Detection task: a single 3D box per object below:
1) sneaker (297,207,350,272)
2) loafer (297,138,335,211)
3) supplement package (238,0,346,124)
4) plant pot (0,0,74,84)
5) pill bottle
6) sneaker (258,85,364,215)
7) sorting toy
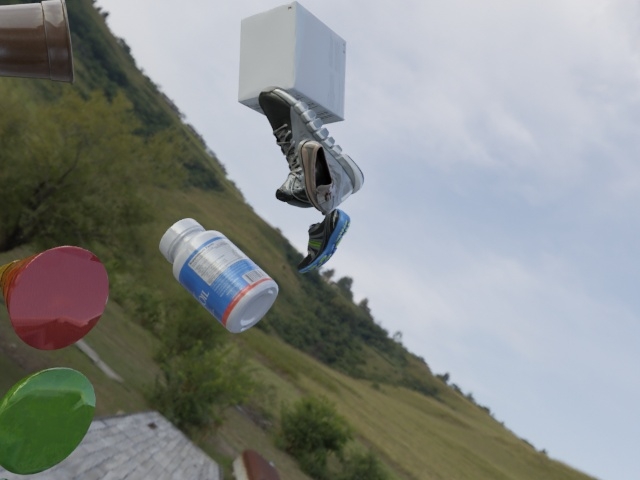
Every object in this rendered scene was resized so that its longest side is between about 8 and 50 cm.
[{"bbox_3d":[0.000,0.000,1.459,0.078,0.188,0.067,41,25,20],"label":"sneaker"},{"bbox_3d":[-0.001,-0.094,0.948,0.039,0.045,0.125,17,-44,45],"label":"loafer"},{"bbox_3d":[-0.057,-0.370,1.349,0.149,0.194,0.203,-5,-12,33],"label":"supplement package"},{"bbox_3d":[-0.577,-0.387,1.204,0.167,0.165,0.166,173,-90,-67],"label":"plant pot"},{"bbox_3d":[-0.197,0.060,1.163,0.221,0.124,0.124,40,-16,21],"label":"pill bottle"},{"bbox_3d":[-0.044,-0.134,1.003,0.228,0.132,0.086,45,-19,-5],"label":"sneaker"},{"bbox_3d":[-0.357,0.172,0.742,0.126,0.365,0.127,16,10,33],"label":"sorting toy"}]
